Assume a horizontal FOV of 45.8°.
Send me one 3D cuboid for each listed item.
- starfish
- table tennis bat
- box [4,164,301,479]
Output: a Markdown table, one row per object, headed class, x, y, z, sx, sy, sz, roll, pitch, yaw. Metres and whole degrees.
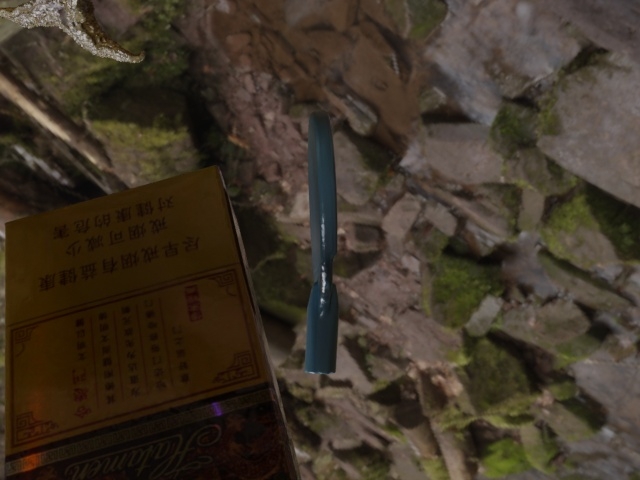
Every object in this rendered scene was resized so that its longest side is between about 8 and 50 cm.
| class | x | y | z | sx | sy | sz | roll | pitch | yaw |
| --- | --- | --- | --- | --- | --- | --- | --- | --- | --- |
| starfish | -0.447 | -0.417 | 1.229 | 0.301 | 0.084 | 0.293 | 25 | 166 | 3 |
| table tennis bat | 0.000 | 0.000 | 0.948 | 0.044 | 0.329 | 0.215 | 0 | 170 | -5 |
| box | -0.181 | 0.135 | 0.782 | 0.116 | 0.264 | 0.416 | 82 | 171 | -54 |
